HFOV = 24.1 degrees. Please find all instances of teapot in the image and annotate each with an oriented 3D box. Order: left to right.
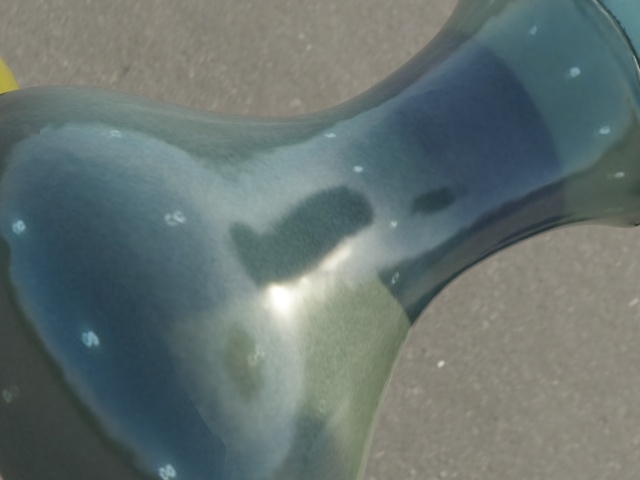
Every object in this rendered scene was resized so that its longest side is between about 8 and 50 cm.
[{"bbox_3d":[0.000,0.000,0.488,0.251,0.183,0.183,-31,79,-13],"label":"teapot"}]

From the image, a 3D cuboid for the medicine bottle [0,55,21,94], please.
[{"bbox_3d":[-0.224,-0.005,0.631,0.124,0.239,0.124,40,20,-17],"label":"medicine bottle"}]
